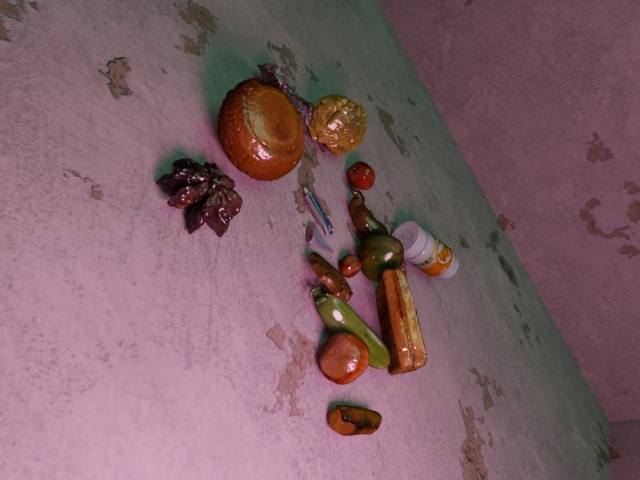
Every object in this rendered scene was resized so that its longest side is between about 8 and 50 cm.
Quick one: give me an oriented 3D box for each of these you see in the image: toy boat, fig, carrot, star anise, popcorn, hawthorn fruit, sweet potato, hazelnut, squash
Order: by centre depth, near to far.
[{"bbox_3d":[-0.304,-0.128,1.108,0.223,0.109,0.236,47,37,-23],"label":"star anise"},{"bbox_3d":[0.099,0.512,1.170,0.173,0.082,0.082,27,49,-36],"label":"carrot"},{"bbox_3d":[0.072,0.344,1.205,0.150,0.150,0.150,27,48,-36],"label":"hazelnut"},{"bbox_3d":[0.097,0.282,1.301,0.378,0.101,0.101,50,39,-18],"label":"squash"},{"bbox_3d":[0.000,0.000,1.435,0.122,0.034,0.096,38,42,-39],"label":"toy boat"},{"bbox_3d":[0.104,0.091,1.456,0.086,0.086,0.086,27,48,-36],"label":"hazelnut"},{"bbox_3d":[0.228,0.056,1.526,0.181,0.191,0.181,10,67,-26],"label":"fig"},{"bbox_3d":[-0.125,-0.547,1.575,0.198,0.110,0.257,2,60,-48],"label":"star anise"},{"bbox_3d":[0.195,-0.062,1.638,0.310,0.098,0.124,52,31,-16],"label":"sweet potato"},{"bbox_3d":[0.067,-0.476,1.678,0.249,0.249,0.225,27,19,-36],"label":"popcorn"},{"bbox_3d":[0.173,-0.268,1.727,0.128,0.128,0.128,27,48,-36],"label":"hawthorn fruit"}]

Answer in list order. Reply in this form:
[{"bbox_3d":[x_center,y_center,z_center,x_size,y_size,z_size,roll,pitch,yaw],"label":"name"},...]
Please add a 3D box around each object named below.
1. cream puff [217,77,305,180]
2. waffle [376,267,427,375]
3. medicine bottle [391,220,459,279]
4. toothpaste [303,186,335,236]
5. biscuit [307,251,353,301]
[{"bbox_3d":[-0.191,-0.327,1.279,0.303,0.212,0.303,21,61,-43],"label":"cream puff"},{"bbox_3d":[0.262,0.276,1.398,0.098,0.224,0.327,-7,66,-6],"label":"waffle"},{"bbox_3d":[0.465,0.053,1.817,0.318,0.158,0.158,30,47,-33],"label":"medicine bottle"},{"bbox_3d":[-0.009,-0.105,1.482,0.057,0.035,0.197,-38,100,-47],"label":"toothpaste"},{"bbox_3d":[0.039,0.118,1.309,0.182,0.034,0.215,40,11,-23],"label":"biscuit"}]
